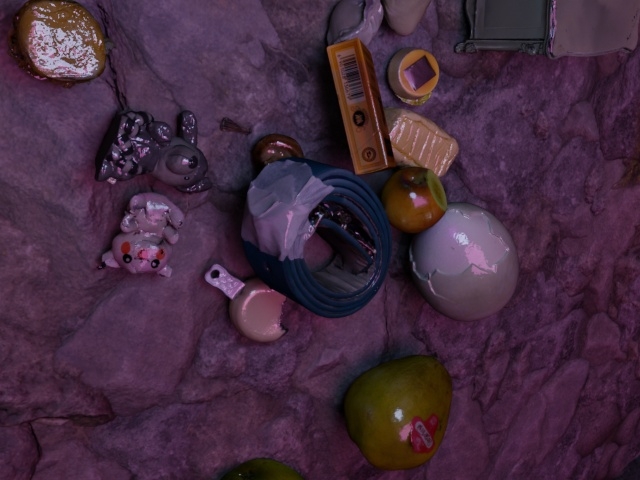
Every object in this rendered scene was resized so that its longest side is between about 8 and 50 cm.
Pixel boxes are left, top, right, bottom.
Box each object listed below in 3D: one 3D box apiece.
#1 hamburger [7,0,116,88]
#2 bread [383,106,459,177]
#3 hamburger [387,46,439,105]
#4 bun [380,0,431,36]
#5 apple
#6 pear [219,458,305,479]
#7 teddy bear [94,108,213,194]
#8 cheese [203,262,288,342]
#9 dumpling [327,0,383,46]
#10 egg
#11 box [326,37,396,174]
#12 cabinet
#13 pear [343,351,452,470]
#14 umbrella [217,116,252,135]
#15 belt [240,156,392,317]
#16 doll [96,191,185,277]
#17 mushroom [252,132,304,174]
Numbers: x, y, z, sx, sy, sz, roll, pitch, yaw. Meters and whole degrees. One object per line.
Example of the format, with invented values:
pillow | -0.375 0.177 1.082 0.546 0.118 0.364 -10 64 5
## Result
hamburger | -0.457 -0.353 1.048 0.185 0.131 0.159 -7 102 -34
bread | 0.227 -0.242 1.470 0.236 0.106 0.140 22 95 -33
hamburger | 0.225 -0.398 1.431 0.141 0.081 0.126 38 85 -21
bun | 0.193 -0.563 1.316 0.128 0.178 0.193 26 112 -2
apple | 0.224 -0.099 1.412 0.163 0.146 0.147 -15 138 2
pear | -0.158 0.721 1.565 0.286 0.176 0.281 -37 119 -14
teddy bear | -0.313 -0.185 1.176 0.251 0.144 0.171 5 91 -33
cheese | -0.181 0.155 1.407 0.249 0.071 0.163 18 97 -33
dumpling | 0.087 -0.484 1.293 0.108 0.127 0.188 41 79 -24
egg | 0.369 0.048 1.547 0.278 0.278 0.336 -41 125 -10
box | 0.095 -0.285 1.295 0.076 0.174 0.274 -12 94 16
cabinet | 0.531 -0.556 1.402 0.290 0.318 0.227 -13 111 -25
pear | 0.230 0.458 1.634 0.375 0.287 0.287 -50 125 -24
umbrella | -0.188 -0.248 1.293 0.083 0.020 0.031 12 102 -37
belt | 0.001 0.001 1.338 0.300 0.173 0.436 -58 137 -12
doll | -0.368 -0.008 1.235 0.149 0.095 0.192 16 101 -26
mushroom | -0.096 -0.182 1.328 0.109 0.085 0.126 -28 129 -30
